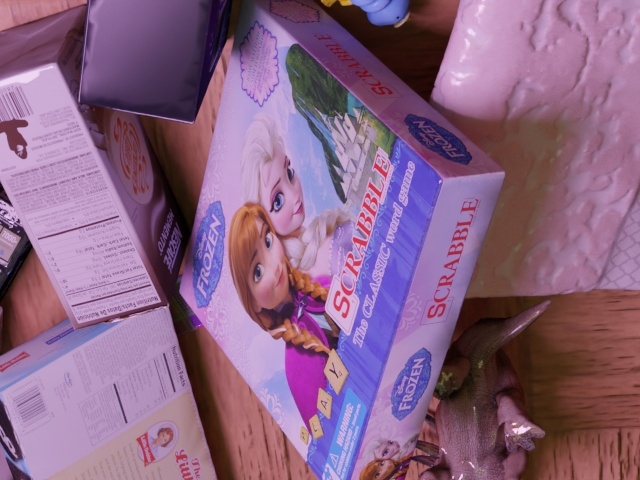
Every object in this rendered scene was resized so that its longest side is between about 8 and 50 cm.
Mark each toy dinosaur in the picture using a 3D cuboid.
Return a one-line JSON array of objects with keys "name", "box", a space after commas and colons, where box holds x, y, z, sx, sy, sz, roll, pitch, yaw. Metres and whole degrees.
[{"name": "toy dinosaur", "box": [0.146, 0.165, 1.412, 0.127, 0.200, 0.295, 12, 110, 7]}]

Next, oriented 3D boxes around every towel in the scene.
[{"name": "towel", "box": [-0.135, 0.062, 1.468, 0.083, 0.009, 0.060, -25, 113, 18]}, {"name": "towel", "box": [0.225, -0.090, 1.248, 0.317, 0.053, 0.332, 0, 123, -26]}]

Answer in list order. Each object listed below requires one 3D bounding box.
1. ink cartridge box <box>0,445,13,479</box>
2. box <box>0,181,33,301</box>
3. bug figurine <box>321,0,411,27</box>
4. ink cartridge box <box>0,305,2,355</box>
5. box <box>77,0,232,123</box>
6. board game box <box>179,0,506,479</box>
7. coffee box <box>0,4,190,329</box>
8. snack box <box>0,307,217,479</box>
[{"name": "ink cartridge box", "box": [-0.445, 0.298, 1.568, 0.353, 0.119, 0.207, 19, 118, -5]}, {"name": "box", "box": [-0.361, -0.018, 1.387, 0.180, 0.077, 0.147, 31, 110, -4]}, {"name": "bug figurine", "box": [0.077, -0.283, 1.175, 0.279, 0.072, 0.216, -43, 140, 21]}, {"name": "ink cartridge box", "box": [-0.368, 0.122, 1.458, 0.092, 0.143, 0.090, 13, 137, -2]}, {"name": "box", "box": [-0.115, -0.253, 1.190, 0.103, 0.184, 0.261, 10, 120, -3]}, {"name": "board game box", "box": [0.000, 0.000, 1.258, 0.066, 0.318, 0.318, -5, 125, -32]}, {"name": "coffee box", "box": [-0.213, -0.064, 1.331, 0.098, 0.141, 0.246, -15, 118, 13]}, {"name": "snack box", "box": [-0.202, 0.220, 1.467, 0.187, 0.060, 0.322, -30, 125, -29]}]
